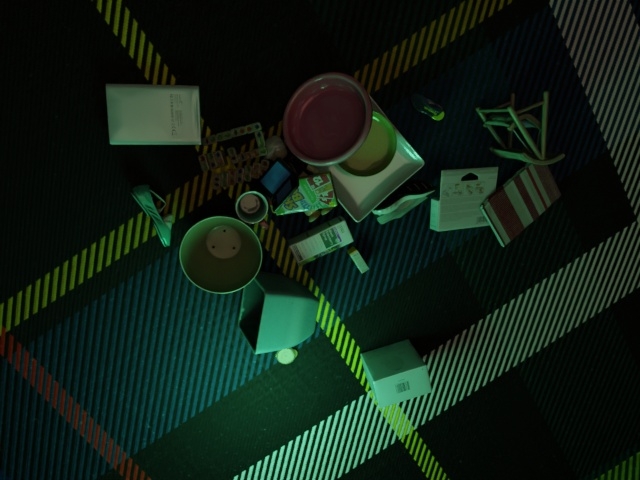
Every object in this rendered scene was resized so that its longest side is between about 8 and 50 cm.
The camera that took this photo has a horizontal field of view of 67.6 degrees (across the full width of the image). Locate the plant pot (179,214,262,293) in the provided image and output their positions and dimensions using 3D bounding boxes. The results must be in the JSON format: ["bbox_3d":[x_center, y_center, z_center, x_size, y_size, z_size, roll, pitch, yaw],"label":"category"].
[{"bbox_3d":[-0.358,0.028,1.760,0.284,0.191,0.284,-2,106,-7],"label":"plant pot"}]

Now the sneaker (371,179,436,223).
[{"bbox_3d":[0.326,-0.152,1.876,0.271,0.100,0.108,-24,132,-5],"label":"sneaker"}]

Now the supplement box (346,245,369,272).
[{"bbox_3d":[0.150,0.076,1.917,0.036,0.062,0.098,-33,108,0],"label":"supplement box"}]

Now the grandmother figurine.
[{"bbox_3d":[-0.099,-0.233,1.780,0.208,0.104,0.342,-30,106,15],"label":"grandmother figurine"}]

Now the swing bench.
[{"bbox_3d":[0.735,-0.402,1.777,0.165,0.253,0.254,-22,107,-2],"label":"swing bench"}]

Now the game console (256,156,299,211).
[{"bbox_3d":[-0.152,-0.195,1.678,0.085,0.124,0.144,29,120,-30],"label":"game console"}]

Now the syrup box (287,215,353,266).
[{"bbox_3d":[0.000,0.000,1.856,0.237,0.096,0.093,-25,107,0],"label":"syrup box"}]

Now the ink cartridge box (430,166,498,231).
[{"bbox_3d":[0.565,-0.167,1.886,0.275,0.060,0.239,-6,106,-21],"label":"ink cartridge box"}]

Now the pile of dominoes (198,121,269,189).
[{"bbox_3d":[-0.310,-0.297,1.714,0.251,0.040,0.196,-12,101,15],"label":"pile of dominoes"}]

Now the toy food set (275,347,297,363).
[{"bbox_3d":[-0.145,0.478,2.003,0.082,0.020,0.083,39,97,-16],"label":"toy food set"}]

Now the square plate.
[{"bbox_3d":[0.154,-0.306,1.800,0.344,0.049,0.347,-41,98,3],"label":"square plate"}]

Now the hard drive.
[{"bbox_3d":[-0.577,-0.438,1.671,0.308,0.040,0.203,-1,100,-8],"label":"hard drive"}]

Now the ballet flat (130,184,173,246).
[{"bbox_3d":[-0.593,-0.096,1.751,0.087,0.083,0.247,-32,110,-14],"label":"ballet flat"}]

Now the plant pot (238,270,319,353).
[{"bbox_3d":[-0.150,0.268,1.839,0.252,0.248,0.247,5,104,-26],"label":"plant pot"}]

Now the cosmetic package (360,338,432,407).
[{"bbox_3d":[0.308,0.546,1.984,0.224,0.224,0.138,-16,109,-4],"label":"cosmetic package"}]

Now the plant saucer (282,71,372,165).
[{"bbox_3d":[0.029,-0.419,1.686,0.332,0.084,0.332,-3,83,21],"label":"plant saucer"}]

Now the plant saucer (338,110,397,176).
[{"bbox_3d":[0.157,-0.353,1.750,0.241,0.037,0.241,0,97,-2],"label":"plant saucer"}]

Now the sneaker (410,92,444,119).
[{"bbox_3d":[0.404,-0.508,1.806,0.144,0.059,0.053,36,129,0],"label":"sneaker"}]

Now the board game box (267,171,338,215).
[{"bbox_3d":[-0.075,-0.167,1.738,0.259,0.039,0.124,-7,115,19],"label":"board game box"}]

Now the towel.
[{"bbox_3d":[0.809,-0.160,1.934,0.329,0.037,0.237,-41,117,-3],"label":"towel"}]

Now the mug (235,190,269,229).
[{"bbox_3d":[-0.252,-0.111,1.743,0.113,0.169,0.150,-8,101,-10],"label":"mug"}]
